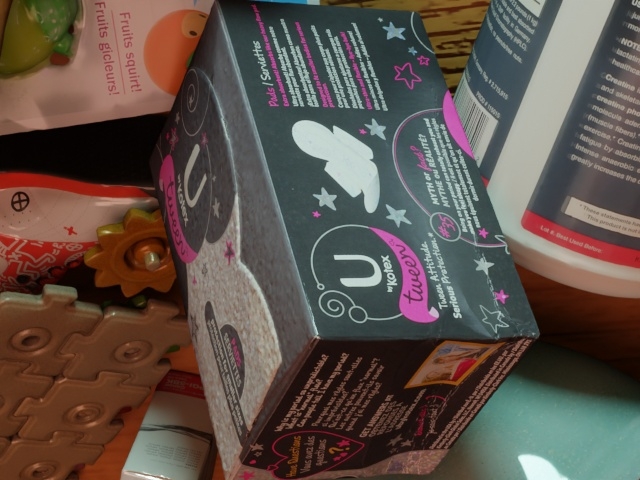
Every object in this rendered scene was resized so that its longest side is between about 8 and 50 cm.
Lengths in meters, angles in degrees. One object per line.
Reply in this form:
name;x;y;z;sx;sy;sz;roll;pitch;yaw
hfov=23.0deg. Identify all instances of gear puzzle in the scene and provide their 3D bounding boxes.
gear puzzle;-0.190;0.077;1.117;0.175;0.044;0.339;10;136;-34

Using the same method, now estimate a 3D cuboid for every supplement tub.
supplement tub;0.193;-0.121;0.935;0.191;0.191;0.272;19;118;-2

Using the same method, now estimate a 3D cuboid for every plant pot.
plant pot;0.095;0.178;1.073;0.196;0.293;0.293;39;119;20

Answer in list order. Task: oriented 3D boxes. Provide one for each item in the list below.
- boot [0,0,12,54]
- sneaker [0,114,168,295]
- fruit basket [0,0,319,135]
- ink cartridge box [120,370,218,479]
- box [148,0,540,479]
boot;-0.164;-0.143;0.868;0.264;0.096;0.280;16;99;-21
sneaker;-0.193;-0.005;1.112;0.270;0.090;0.145;-4;128;3
fruit basket;-0.186;-0.221;0.951;0.353;0.165;0.327;-7;106;0
ink cartridge box;-0.112;0.174;1.158;0.056;0.135;0.099;13;117;1
box;0.000;0.000;0.935;0.142;0.247;0.163;2;142;-24
